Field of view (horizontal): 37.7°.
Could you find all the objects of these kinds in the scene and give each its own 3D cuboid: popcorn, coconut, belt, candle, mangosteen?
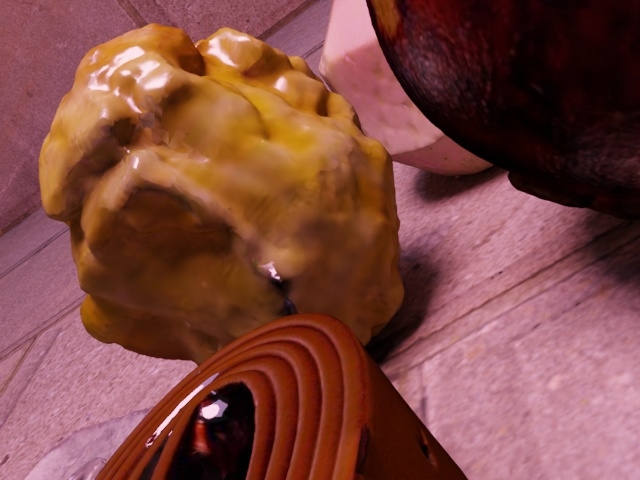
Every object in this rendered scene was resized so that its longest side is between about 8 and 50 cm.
[{"bbox_3d":[-0.068,-0.019,0.688,0.252,0.286,0.215,-56,1,4],"label":"popcorn"},{"bbox_3d":[0.100,-0.181,0.831,0.197,0.237,0.237,-28,21,35],"label":"coconut"},{"bbox_3d":[-0.041,0.170,0.423,0.217,0.122,0.339,-30,20,22],"label":"belt"},{"bbox_3d":[-0.149,0.191,0.667,0.168,0.068,0.192,-38,22,-2],"label":"candle"},{"bbox_3d":[0.177,-0.193,0.509,0.305,0.360,0.306,6,12,-1],"label":"mangosteen"}]
